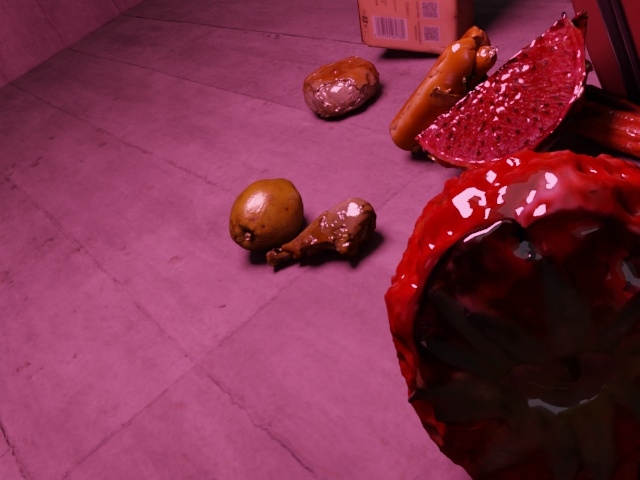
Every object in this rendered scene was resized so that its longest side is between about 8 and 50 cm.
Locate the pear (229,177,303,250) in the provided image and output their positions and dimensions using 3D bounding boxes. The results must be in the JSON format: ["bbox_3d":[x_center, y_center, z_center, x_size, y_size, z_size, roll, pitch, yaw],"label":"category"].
[{"bbox_3d":[-0.081,-0.039,1.023,0.107,0.107,0.131,-3,41,30],"label":"pear"}]

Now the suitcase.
[{"bbox_3d":[0.502,-0.346,0.936,0.297,0.236,0.161,-42,27,-22],"label":"suitcase"}]

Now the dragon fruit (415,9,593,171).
[{"bbox_3d":[0.283,-0.171,0.933,0.274,0.161,0.126,-40,76,19],"label":"dragon fruit"}]

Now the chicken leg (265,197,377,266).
[{"bbox_3d":[0.000,0.000,0.957,0.178,0.070,0.093,-21,40,21],"label":"chicken leg"}]

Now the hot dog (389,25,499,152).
[{"bbox_3d":[0.177,-0.211,0.982,0.109,0.072,0.269,-45,-2,-24],"label":"hot dog"}]

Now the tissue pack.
[{"bbox_3d":[0.194,-0.544,1.286,0.238,0.305,0.238,-6,44,6],"label":"tissue pack"}]

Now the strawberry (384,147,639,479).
[{"bbox_3d":[0.200,0.053,0.585,0.291,0.292,0.310,-4,24,28],"label":"strawberry"}]

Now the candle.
[{"bbox_3d":[0.414,-0.141,0.873,0.084,0.059,0.302,-45,35,1],"label":"candle"}]

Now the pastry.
[{"bbox_3d":[0.039,-0.295,1.296,0.153,0.081,0.153,-19,25,9],"label":"pastry"}]
